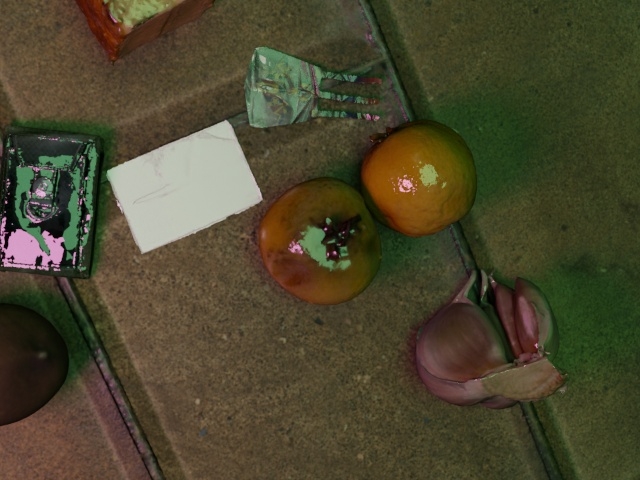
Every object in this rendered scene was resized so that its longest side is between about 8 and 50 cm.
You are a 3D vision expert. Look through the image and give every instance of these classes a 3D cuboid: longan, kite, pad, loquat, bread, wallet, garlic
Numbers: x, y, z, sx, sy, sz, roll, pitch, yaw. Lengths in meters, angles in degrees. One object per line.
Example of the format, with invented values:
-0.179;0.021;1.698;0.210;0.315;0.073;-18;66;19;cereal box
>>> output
-0.497;0.188;1.440;0.220;0.196;0.197;-12;96;-49;longan
-0.013;-0.257;1.651;0.245;0.015;0.141;4;92;-12;kite
-0.228;-0.090;1.602;0.232;0.004;0.156;-25;99;-13;pad
0.165;-0.108;1.609;0.208;0.208;0.208;0;92;-15;loquat
-0.296;-0.450;1.438;0.207;0.279;0.279;-31;96;-10;bread
-0.438;-0.060;1.523;0.160;0.055;0.236;6;91;-9;wallet
0.294;0.178;1.649;0.210;0.292;0.237;18;112;-24;garlic
0.000;0.006;1.567;0.213;0.213;0.213;0;92;-15;loquat
